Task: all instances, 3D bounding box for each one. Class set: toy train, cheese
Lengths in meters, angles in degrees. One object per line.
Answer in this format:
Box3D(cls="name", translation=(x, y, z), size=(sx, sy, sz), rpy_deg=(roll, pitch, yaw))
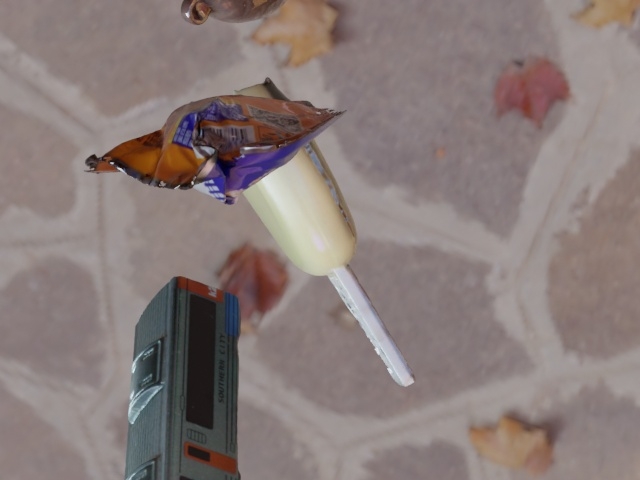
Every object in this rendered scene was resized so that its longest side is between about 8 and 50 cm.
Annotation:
Box3D(cls="toy train", translation=(-0.117, 0.202, 1.497), size=(0.089, 0.409, 0.086), rpy_deg=(24, 128, -21))
Box3D(cls="cheese", translation=(0.000, 0.000, 1.362), size=(0.054, 0.127, 0.251), rpy_deg=(-32, 93, -10))

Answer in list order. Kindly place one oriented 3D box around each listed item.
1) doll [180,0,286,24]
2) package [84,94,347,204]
Box3D(cls="doll", translation=(-0.055, -0.243, 1.346), size=(0.096, 0.188, 0.145), rpy_deg=(11, 141, 34))
Box3D(cls="package", translation=(-0.034, -0.033, 0.606), size=(0.033, 0.077, 0.110), rpy_deg=(60, 168, -14))
